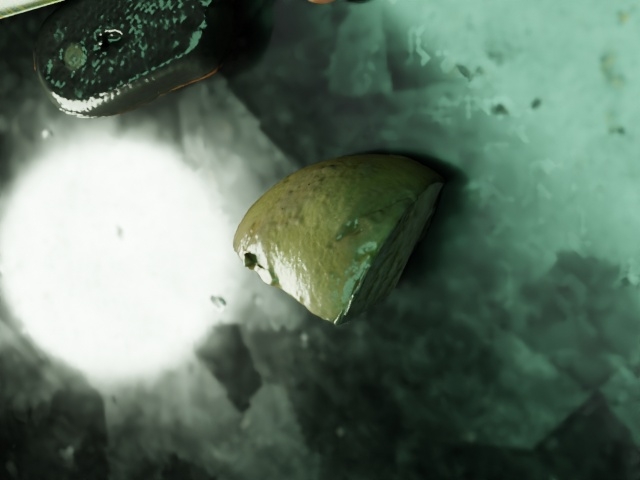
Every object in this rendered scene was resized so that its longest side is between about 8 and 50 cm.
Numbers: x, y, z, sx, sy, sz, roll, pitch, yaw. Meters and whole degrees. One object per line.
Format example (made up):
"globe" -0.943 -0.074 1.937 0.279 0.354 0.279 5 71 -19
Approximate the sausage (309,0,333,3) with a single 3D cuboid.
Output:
"sausage" 0.067 -0.399 1.578 0.259 0.113 0.113 -27 87 26

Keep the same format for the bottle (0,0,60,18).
"bottle" -0.445 -0.383 1.841 0.286 0.082 0.082 -9 96 26

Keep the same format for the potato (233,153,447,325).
"potato" -0.002 -0.036 1.630 0.264 0.211 0.189 24 111 24

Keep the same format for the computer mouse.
"computer mouse" -0.260 -0.287 1.753 0.323 0.116 0.183 -19 91 21
